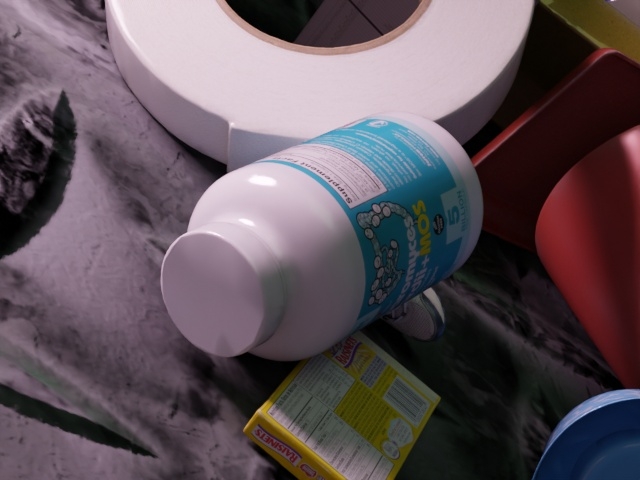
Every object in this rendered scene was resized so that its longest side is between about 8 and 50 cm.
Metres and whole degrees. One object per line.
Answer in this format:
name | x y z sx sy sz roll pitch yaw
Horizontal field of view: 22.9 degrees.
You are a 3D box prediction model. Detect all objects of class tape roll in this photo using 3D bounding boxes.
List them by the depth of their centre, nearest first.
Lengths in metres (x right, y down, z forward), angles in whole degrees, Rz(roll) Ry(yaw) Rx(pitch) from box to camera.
tape roll | -0.002 -0.225 1.420 0.392 0.072 0.392 2 57 -4

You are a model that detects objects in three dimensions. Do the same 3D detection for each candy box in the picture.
candy box | 0.021 0.126 1.156 0.105 0.027 0.206 38 23 4

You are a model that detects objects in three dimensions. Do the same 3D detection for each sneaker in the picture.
sneaker | 0.042 0.044 1.322 0.135 0.052 0.058 38 32 17

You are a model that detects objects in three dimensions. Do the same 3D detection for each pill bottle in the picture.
pill bottle | 0.000 0.000 1.177 0.146 0.146 0.264 45 38 15

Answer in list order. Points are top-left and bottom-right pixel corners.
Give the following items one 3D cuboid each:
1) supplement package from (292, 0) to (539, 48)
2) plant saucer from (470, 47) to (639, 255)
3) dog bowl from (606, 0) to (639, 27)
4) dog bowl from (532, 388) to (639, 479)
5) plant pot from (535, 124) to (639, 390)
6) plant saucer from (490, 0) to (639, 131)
supplement package | 0.098 -0.225 1.630 0.139 0.244 0.134 50 27 23
plant saucer | 0.288 -0.081 1.618 0.258 0.259 0.047 23 42 -32
dog bowl | 0.405 -0.192 1.988 0.265 0.265 0.104 38 25 -1
dog bowl | 0.292 0.227 1.211 0.297 0.166 0.074 36 12 -6
plant pot | 0.375 0.051 1.542 0.275 0.275 0.243 18 39 -38
plant saucer | 0.315 -0.168 1.810 0.333 0.081 0.333 37 -16 -3
